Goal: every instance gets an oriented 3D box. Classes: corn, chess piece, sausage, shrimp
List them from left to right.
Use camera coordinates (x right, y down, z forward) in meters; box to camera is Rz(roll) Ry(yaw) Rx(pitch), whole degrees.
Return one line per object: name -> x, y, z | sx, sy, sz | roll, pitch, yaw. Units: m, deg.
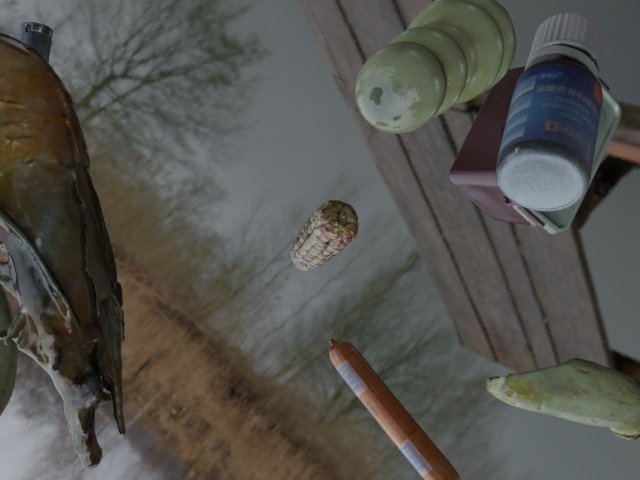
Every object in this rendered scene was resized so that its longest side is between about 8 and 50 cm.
shrimp -> -0.170, -0.001, 0.405 | 0.251, 0.144, 0.052 | 61, 160, 23
corn -> 0.000, 0.000, 1.370 | 0.079, 0.079, 0.237 | 43, 155, 0
sausage -> 0.126, 0.305, 1.462 | 0.348, 0.053, 0.053 | 50, 166, 15
chess piece -> 0.168, -0.263, 1.304 | 0.182, 0.330, 0.182 | 14, 122, 24

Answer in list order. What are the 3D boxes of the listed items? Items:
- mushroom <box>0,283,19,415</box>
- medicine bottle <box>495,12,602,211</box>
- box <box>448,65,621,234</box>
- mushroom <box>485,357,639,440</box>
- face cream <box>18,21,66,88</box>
mushroom -> -0.507, 0.120, 0.932 | 0.260, 0.352, 0.352 | -8, 130, 45
medicine bottle -> 0.219, -0.125, 0.790 | 0.083, 0.203, 0.083 | 13, 143, 10
box -> 0.368, -0.169, 1.483 | 0.193, 0.294, 0.167 | 37, 164, -30
mushroom -> 0.418, 0.245, 1.389 | 0.333, 0.107, 0.087 | 19, 159, -24
face cream -> -0.492, -0.215, 1.408 | 0.144, 0.291, 0.071 | 4, 174, 5
